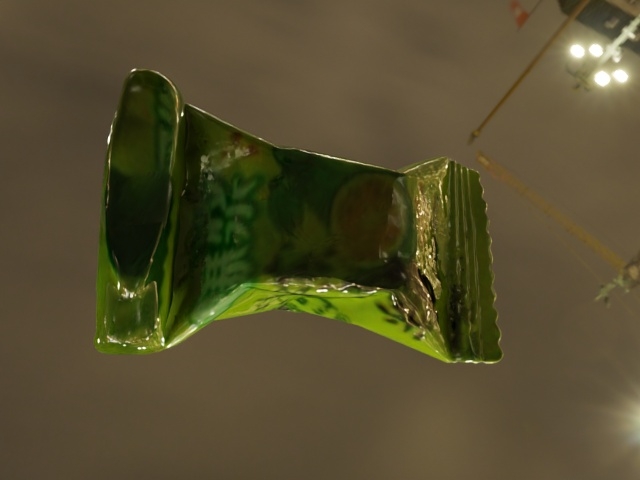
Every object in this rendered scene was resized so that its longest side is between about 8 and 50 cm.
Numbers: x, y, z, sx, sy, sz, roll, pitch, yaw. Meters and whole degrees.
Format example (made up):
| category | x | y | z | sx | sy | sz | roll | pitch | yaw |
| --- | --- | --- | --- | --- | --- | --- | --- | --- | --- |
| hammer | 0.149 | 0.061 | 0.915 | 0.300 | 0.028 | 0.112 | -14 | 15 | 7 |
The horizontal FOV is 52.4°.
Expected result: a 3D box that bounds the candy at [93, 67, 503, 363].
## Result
| category | x | y | z | sx | sy | sz | roll | pitch | yaw |
| --- | --- | --- | --- | --- | --- | --- | --- | --- | --- |
| candy | 0.000 | 0.000 | 0.375 | 0.246 | 0.069 | 0.149 | 8 | -110 | -21 |
